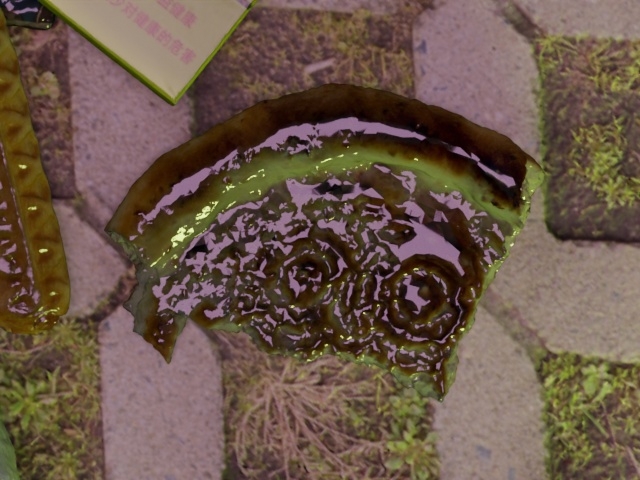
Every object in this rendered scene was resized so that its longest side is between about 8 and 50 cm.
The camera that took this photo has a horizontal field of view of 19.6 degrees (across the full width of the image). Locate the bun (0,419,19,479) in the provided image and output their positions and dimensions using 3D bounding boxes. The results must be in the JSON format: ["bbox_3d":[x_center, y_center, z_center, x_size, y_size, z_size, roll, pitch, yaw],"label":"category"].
[{"bbox_3d":[-0.438,0.280,1.706,0.362,0.362,0.211,-16,128,-3],"label":"bun"}]

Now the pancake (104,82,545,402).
[{"bbox_3d":[0.002,-0.005,1.841,0.427,0.067,0.304,9,93,-6],"label":"pancake"}]

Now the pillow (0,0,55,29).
[{"bbox_3d":[-0.378,-0.307,1.825,0.256,0.034,0.188,3,90,-2],"label":"pillow"}]

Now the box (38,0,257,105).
[{"bbox_3d":[-0.113,-0.319,1.820,0.187,0.047,0.335,38,86,-7],"label":"box"}]

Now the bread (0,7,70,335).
[{"bbox_3d":[-0.317,-0.084,1.799,0.084,0.077,0.367,-21,101,-47],"label":"bread"}]
